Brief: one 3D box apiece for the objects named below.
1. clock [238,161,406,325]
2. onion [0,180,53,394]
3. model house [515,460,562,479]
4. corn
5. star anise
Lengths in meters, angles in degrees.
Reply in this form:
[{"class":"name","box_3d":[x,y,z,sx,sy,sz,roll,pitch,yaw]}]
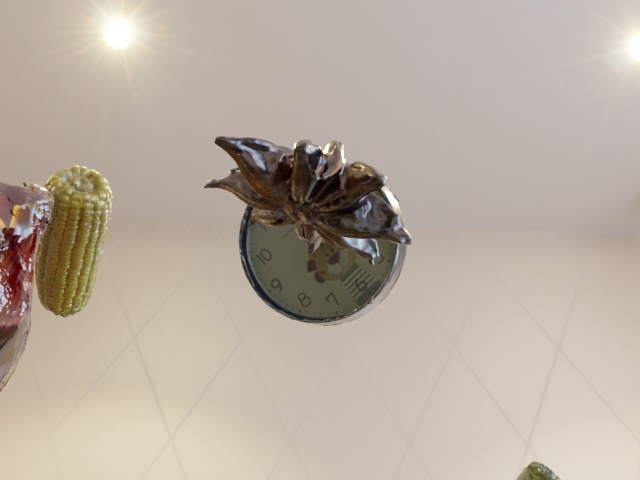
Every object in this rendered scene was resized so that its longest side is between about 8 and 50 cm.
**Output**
[{"class":"clock","box_3d":[0.001,0.001,1.234,0.313,0.312,0.061,-14,-7,15]},{"class":"onion","box_3d":[-0.310,0.008,0.552,0.195,0.272,0.272,-28,-42,-15]},{"class":"model house","box_3d":[0.222,0.287,0.703,0.083,0.079,0.066,-29,-29,-36]},{"class":"corn","box_3d":[-0.482,0.009,1.309,0.131,0.131,0.344,15,-50,-15]},{"class":"star anise","box_3d":[-0.010,-0.066,0.829,0.272,0.102,0.272,20,-24,9]}]
